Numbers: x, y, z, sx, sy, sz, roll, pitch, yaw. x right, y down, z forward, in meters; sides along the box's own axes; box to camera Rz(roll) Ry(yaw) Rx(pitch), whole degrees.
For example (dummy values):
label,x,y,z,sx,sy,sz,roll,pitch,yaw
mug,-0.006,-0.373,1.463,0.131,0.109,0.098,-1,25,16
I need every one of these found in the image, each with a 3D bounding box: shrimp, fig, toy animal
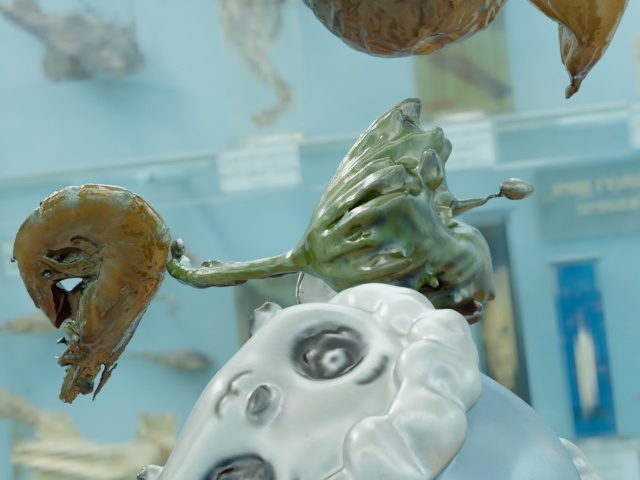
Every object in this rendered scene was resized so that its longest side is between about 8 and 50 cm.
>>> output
label,x,y,z,sx,sy,sz,roll,pitch,yaw
shrimp,-0.247,0.055,1.764,0.152,0.287,0.063,18,34,-12
fig,0.088,-0.354,1.835,0.286,0.286,0.369,-6,-9,5
toy animal,0.032,0.131,0.798,0.156,0.204,0.208,3,51,55

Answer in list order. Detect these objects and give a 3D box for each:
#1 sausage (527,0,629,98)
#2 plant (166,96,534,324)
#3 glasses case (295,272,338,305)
label,x,y,z,sx,sy,sz,roll,pitch,yaw
sausage,0.166,-0.242,1.243,0.112,0.328,0.112,-14,34,9
plant,0.013,0.031,1.565,0.333,0.180,0.251,-33,13,20
glasses case,0.033,0.152,1.962,0.060,0.299,0.114,1,41,18
